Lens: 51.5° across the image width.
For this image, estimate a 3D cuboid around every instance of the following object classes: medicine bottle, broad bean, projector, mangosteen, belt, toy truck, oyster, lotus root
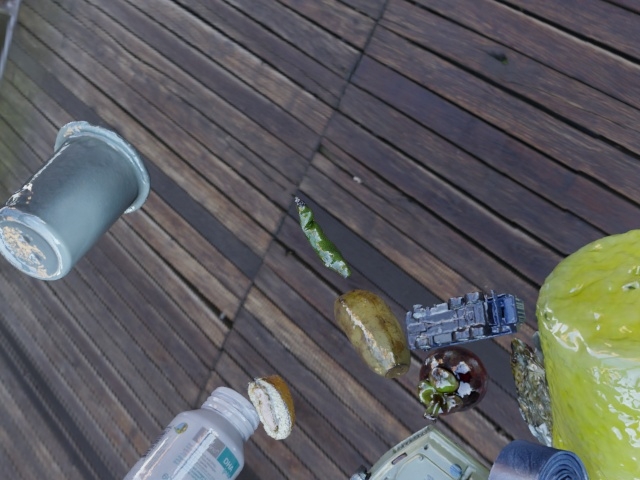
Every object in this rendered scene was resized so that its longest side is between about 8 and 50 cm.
[{"bbox_3d":[-0.191,0.337,1.029,0.135,0.215,0.135,25,141,21],"label":"medicine bottle"},{"bbox_3d":[-0.001,-0.001,1.371,0.046,0.061,0.195,-32,86,-3],"label":"broad bean"},{"bbox_3d":[0.115,0.396,0.917,0.193,0.088,0.270,37,87,12],"label":"projector"},{"bbox_3d":[0.309,0.332,1.559,0.172,0.184,0.173,0,90,22],"label":"mangosteen"},{"bbox_3d":[0.265,0.343,0.798,0.082,0.141,0.190,-2,85,52],"label":"belt"},{"bbox_3d":[0.235,0.131,1.083,0.201,0.088,0.074,-22,65,42],"label":"toy truck"},{"bbox_3d":[0.448,0.297,1.236,0.158,0.351,0.162,-31,111,-2],"label":"oyster"},{"bbox_3d":[0.099,0.166,1.250,0.258,0.110,0.097,-128,49,-56],"label":"lotus root"}]

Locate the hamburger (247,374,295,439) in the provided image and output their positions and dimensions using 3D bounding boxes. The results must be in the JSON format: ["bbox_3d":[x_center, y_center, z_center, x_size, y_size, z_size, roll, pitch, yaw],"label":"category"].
[{"bbox_3d":[-0.107,0.400,1.673,0.087,0.102,0.176,-22,100,31],"label":"hamburger"}]

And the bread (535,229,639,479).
[{"bbox_3d":[0.462,0.164,0.879,0.348,0.348,0.308,-4,118,37],"label":"bread"}]

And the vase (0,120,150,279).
[{"bbox_3d":[-0.529,-0.070,1.387,0.244,0.291,0.245,13,135,13],"label":"vase"}]
